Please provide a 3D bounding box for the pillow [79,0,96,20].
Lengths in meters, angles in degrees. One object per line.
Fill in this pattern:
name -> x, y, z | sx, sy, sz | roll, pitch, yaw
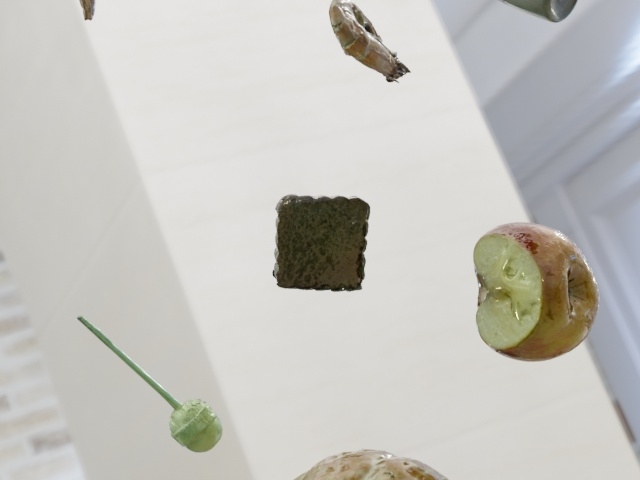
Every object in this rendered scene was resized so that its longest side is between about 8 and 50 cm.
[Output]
pillow -> -0.364, -0.469, 2.128 | 0.043, 0.232, 0.126 | 1, -37, -1

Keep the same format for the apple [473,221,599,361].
apple -> 0.292, 0.071, 1.858 | 0.173, 0.195, 0.160 | -7, -8, 38

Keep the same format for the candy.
candy -> -0.308, 0.249, 2.374 | 0.092, 0.335, 0.093 | -47, -1, 8

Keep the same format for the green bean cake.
green bean cake -> 0.000, 0.000, 2.477 | 0.173, 0.181, 0.094 | 0, 10, -7

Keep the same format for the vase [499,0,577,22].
vase -> 0.241, -0.360, 1.805 | 0.086, 0.214, 0.086 | -29, -49, -40

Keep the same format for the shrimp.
shrimp -> 0.067, -0.279, 1.885 | 0.041, 0.099, 0.180 | -30, -43, 26

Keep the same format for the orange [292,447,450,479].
orange -> 0.072, 0.428, 1.705 | 0.329, 0.329, 0.249 | -30, 7, 29
